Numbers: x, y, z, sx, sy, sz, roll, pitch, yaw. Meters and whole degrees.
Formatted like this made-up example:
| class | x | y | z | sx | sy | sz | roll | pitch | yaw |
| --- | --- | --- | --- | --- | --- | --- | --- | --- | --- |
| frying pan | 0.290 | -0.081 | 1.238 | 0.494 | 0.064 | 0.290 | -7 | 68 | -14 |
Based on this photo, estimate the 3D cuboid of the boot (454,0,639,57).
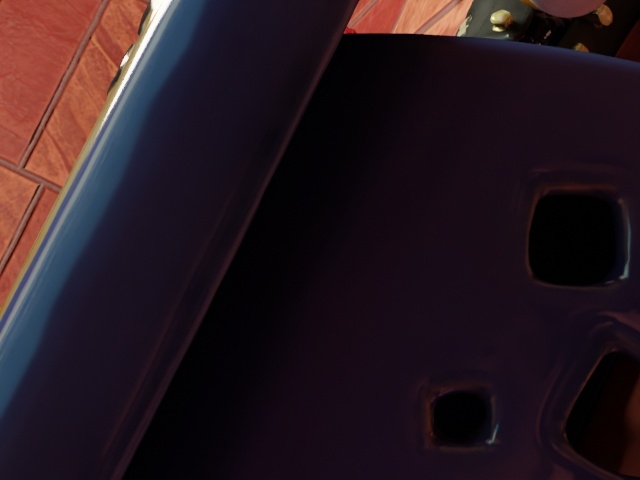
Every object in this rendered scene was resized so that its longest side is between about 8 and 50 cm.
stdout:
| class | x | y | z | sx | sy | sz | roll | pitch | yaw |
| --- | --- | --- | --- | --- | --- | --- | --- | --- | --- |
| boot | 0.131 | -0.145 | 0.656 | 0.179 | 0.085 | 0.236 | -62 | 1 | -29 |

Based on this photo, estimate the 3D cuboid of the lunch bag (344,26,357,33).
| class | x | y | z | sx | sy | sz | roll | pitch | yaw |
| --- | --- | --- | --- | --- | --- | --- | --- | --- | --- |
| lunch bag | 0.000 | 0.000 | 0.945 | 0.258 | 0.120 | 0.293 | -53 | 15 | 30 |

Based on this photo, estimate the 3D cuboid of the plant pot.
| class | x | y | z | sx | sy | sz | roll | pitch | yaw |
| --- | --- | --- | --- | --- | --- | --- | --- | --- | --- |
| plant pot | 0.011 | 0.050 | 0.427 | 0.236 | 0.212 | 0.236 | -64 | 10 | -4 |

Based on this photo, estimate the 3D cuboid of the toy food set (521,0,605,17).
| class | x | y | z | sx | sy | sz | roll | pitch | yaw |
| --- | --- | --- | --- | --- | --- | --- | --- | --- | --- |
| toy food set | 0.158 | -0.174 | 0.537 | 0.232 | 0.111 | 0.104 | -60 | 9 | 8 |
